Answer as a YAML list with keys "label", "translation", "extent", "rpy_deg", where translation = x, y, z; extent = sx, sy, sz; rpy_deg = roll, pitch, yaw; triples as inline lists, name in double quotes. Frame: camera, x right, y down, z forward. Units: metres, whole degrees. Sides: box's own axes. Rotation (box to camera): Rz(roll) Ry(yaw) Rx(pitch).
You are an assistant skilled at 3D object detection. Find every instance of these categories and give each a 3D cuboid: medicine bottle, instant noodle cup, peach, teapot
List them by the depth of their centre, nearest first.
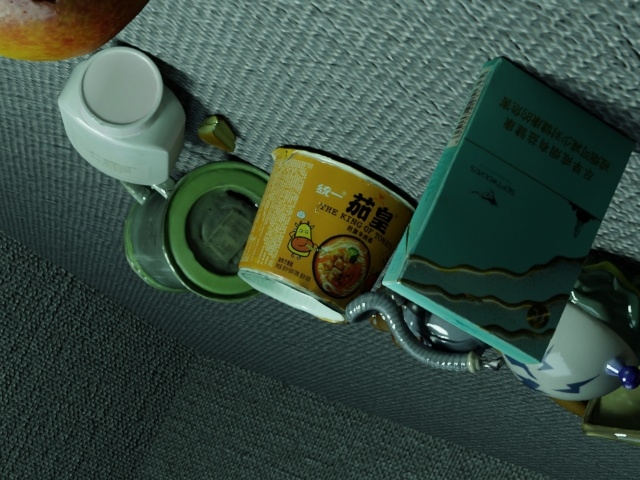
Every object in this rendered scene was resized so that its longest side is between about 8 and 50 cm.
- label: "peach"
  translation: [-0.239, -0.261, 1.209]
  extent: [0.231, 0.231, 0.231]
  rpy_deg: [24, 168, 6]
- label: "medicine bottle"
  translation: [-0.258, -0.161, 1.899]
  extent: [0.161, 0.111, 0.296]
  rpy_deg: [24, 170, 0]
- label: "instant noodle cup"
  translation: [0.000, 0.000, 1.899]
  extent: [0.215, 0.172, 0.216]
  rpy_deg: [24, 169, 5]
- label: "teapot"
  translation: [-0.202, -0.027, 2.183]
  extent: [0.270, 0.200, 0.337]
  rpy_deg: [42, 166, -14]

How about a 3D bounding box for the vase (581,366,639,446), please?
- label: "vase"
  translation: [0.541, 0.252, 1.840]
  extent: [0.302, 0.241, 0.329]
  rpy_deg: [45, 141, -21]

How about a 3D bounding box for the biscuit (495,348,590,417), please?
- label: "biscuit"
  translation: [0.303, 0.160, 2.018]
  extent: [0.262, 0.037, 0.262]
  rpy_deg: [37, -165, -12]

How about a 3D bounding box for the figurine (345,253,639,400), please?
- label: "figurine"
  translation: [0.247, 0.092, 1.782]
  extent: [0.381, 0.186, 0.261]
  rpy_deg: [6, 168, 43]

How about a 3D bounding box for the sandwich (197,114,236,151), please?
- label: "sandwich"
  translation: [-0.140, -0.143, 1.913]
  extent: [0.044, 0.031, 0.083]
  rpy_deg: [19, 167, 18]

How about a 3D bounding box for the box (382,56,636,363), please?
- label: "box"
  translation: [0.171, -0.026, 1.306]
  extent: [0.162, 0.229, 0.041]
  rpy_deg: [29, 168, -18]
